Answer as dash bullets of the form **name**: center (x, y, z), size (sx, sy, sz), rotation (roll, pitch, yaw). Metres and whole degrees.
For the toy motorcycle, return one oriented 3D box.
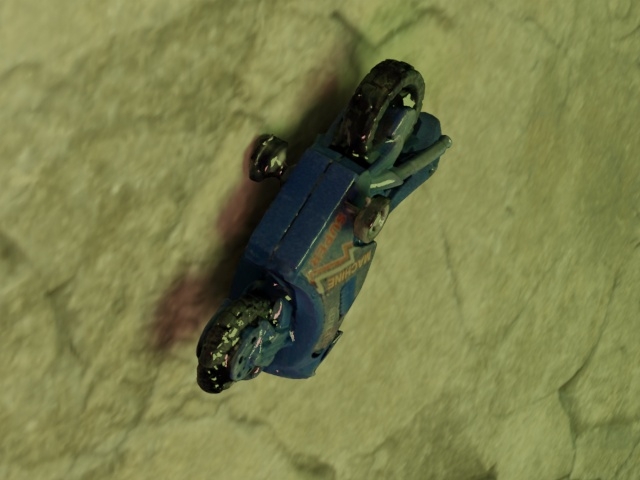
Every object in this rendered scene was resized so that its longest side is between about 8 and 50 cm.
- **toy motorcycle**: center (0.000, 0.000, 1.018), size (0.205, 0.076, 0.114), rotation (-58, 161, -10)
